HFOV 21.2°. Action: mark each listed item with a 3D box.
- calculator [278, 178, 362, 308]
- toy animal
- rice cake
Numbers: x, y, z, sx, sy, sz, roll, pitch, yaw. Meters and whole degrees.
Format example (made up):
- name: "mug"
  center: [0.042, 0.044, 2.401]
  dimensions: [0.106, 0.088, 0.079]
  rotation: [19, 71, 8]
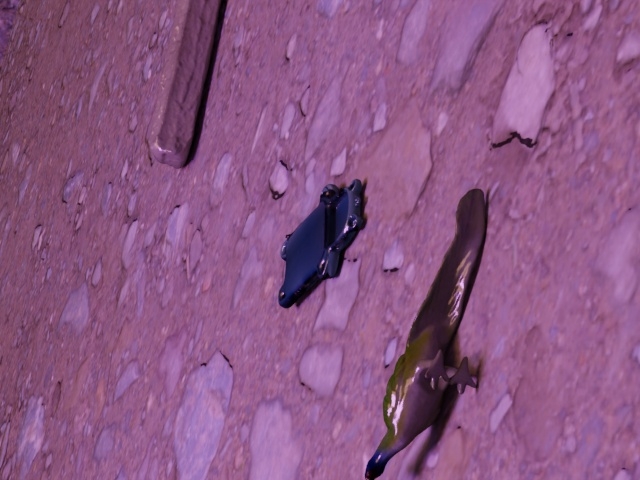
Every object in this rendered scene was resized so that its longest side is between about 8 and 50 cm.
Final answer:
- name: "calculator"
  center: [0.000, 0.000, 1.452]
  dimensions: [0.141, 0.019, 0.094]
  rotation: [-46, 34, 49]
- name: "toy animal"
  center: [0.082, 0.067, 1.157]
  dimensions: [0.217, 0.041, 0.075]
  rotation: [-70, 18, -3]
- name: "rice cake"
  center: [-0.151, -0.207, 1.971]
  dimensions: [0.057, 0.052, 0.256]
  rotation: [75, -156, -71]
